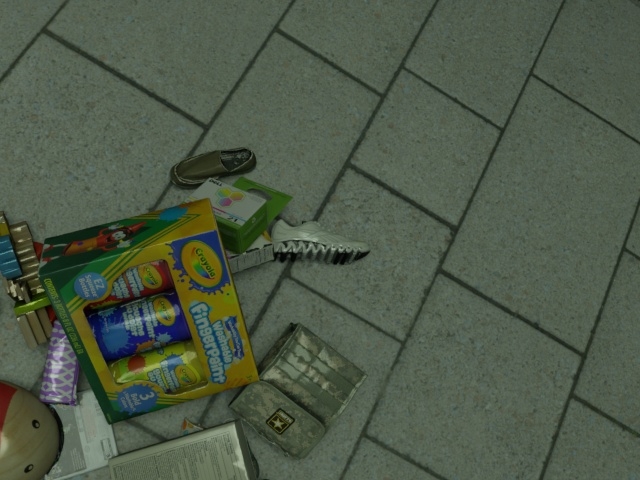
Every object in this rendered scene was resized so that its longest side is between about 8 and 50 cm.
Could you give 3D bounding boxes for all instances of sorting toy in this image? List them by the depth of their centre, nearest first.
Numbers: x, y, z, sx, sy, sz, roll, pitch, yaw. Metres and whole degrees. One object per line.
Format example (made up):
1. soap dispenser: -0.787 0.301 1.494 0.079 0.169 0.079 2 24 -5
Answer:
1. sorting toy: -0.320 0.500 1.616 0.083 0.045 0.075 24 90 -7

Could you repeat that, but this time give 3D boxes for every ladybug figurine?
1. ladybug figurine: -0.825 0.453 1.418 0.449 0.162 0.305 1 76 -10

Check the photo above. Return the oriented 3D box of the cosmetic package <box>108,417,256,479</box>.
1. cosmetic package: -0.324 0.545 1.518 0.309 0.113 0.160 -15 80 -2

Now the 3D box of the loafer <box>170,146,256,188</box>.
1. loafer: -0.296 -0.216 1.783 0.251 0.087 0.094 -20 81 -18

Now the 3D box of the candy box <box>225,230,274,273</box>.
1. candy box: -0.259 0.013 1.707 0.233 0.071 0.159 -19 52 -19

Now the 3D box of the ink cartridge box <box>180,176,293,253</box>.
1. ink cartridge box: -0.217 -0.104 1.702 0.188 0.097 0.255 22 49 21

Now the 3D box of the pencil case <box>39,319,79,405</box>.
1. pencil case: -0.606 0.289 1.521 0.088 0.086 0.206 2 81 16

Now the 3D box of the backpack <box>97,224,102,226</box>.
1. backpack: -0.480 0.097 1.586 0.225 0.191 0.254 12 108 -11

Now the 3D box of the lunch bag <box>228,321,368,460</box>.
1. lunch bag: -0.064 0.389 1.643 0.235 0.169 0.287 39 77 -5

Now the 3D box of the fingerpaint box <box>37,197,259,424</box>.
1. fingerpaint box: -0.369 0.169 1.458 0.371 0.163 0.445 -15 123 -8

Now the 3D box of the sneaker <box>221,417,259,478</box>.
1. sneaker: -0.202 0.530 1.613 0.065 0.076 0.167 -26 83 -19

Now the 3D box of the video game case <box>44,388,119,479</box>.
1. video game case: -0.596 0.471 1.558 0.173 0.022 0.190 -13 80 -18

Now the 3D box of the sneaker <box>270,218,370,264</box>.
1. sneaker: 0.000 0.000 1.799 0.292 0.110 0.118 4 65 -14

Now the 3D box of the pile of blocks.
1. pile of blocks: -0.710 0.079 1.566 0.112 0.149 0.362 -21 81 -18

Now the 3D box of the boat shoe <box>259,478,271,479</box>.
1. boat shoe: -0.267 0.675 1.534 0.341 0.121 0.110 -11 78 -18
